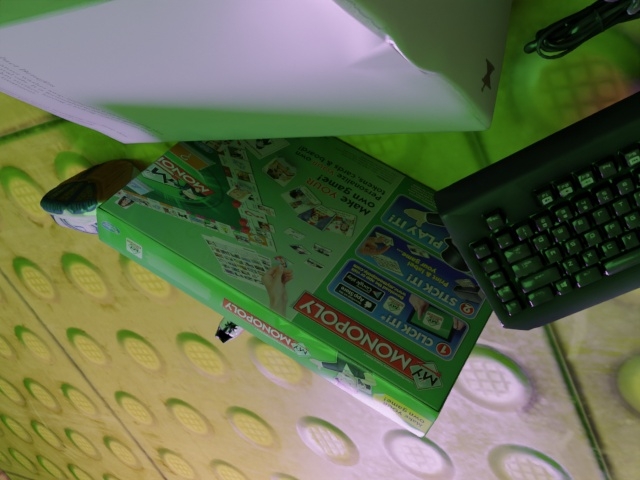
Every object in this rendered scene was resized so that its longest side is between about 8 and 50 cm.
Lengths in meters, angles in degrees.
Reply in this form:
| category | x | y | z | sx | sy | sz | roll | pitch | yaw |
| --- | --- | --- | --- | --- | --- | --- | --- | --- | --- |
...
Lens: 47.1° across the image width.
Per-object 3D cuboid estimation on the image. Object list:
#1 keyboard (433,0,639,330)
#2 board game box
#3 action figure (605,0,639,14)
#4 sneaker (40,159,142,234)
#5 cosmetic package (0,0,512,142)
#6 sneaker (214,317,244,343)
| category | x | y | z | sx | sy | sz | roll | pitch | yaw |
| --- | --- | --- | --- | --- | --- | --- | --- | --- | --- |
| keyboard | 0.217 | -0.074 | 0.424 | 0.317 | 0.033 | 0.201 | -27 | 110 | 16 |
| board game box | 0.000 | 0.000 | 0.644 | 0.317 | 0.213 | 0.046 | 30 | 140 | 12 |
| action figure | 0.248 | -0.127 | 0.289 | 0.276 | 0.164 | 0.141 | 20 | 136 | 2 |
| sneaker | -0.215 | -0.018 | 0.879 | 0.297 | 0.112 | 0.131 | 6 | 131 | 36 |
| cosmetic package | -0.084 | -0.174 | 0.511 | 0.385 | 0.156 | 0.217 | 3 | 168 | 36 |
| sneaker | -0.105 | 0.103 | 0.963 | 0.040 | 0.043 | 0.109 | 40 | 140 | 2 |
